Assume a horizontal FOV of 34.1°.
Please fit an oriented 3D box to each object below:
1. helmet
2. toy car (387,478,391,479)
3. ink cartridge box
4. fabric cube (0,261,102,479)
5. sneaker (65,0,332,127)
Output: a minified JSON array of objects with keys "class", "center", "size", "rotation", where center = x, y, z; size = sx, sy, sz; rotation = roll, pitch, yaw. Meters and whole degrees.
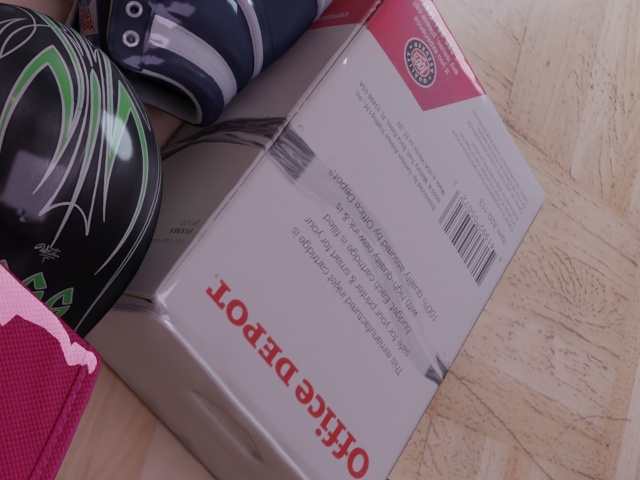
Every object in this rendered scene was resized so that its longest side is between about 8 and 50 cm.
[{"class":"helmet","center":[-0.154,-0.029,0.487],"size":[0.169,0.169,0.161],"rotation":[28,88,-40]},{"class":"toy car","center":[0.069,0.317,0.760],"size":[0.225,0.053,0.239],"rotation":[38,65,-37]},{"class":"ink cartridge box","center":[0.000,0.000,0.651],"size":[0.207,0.117,0.283],"rotation":[54,55,-30]},{"class":"fabric cube","center":[-0.264,0.068,0.263],"size":[0.258,0.254,0.259],"rotation":[52,35,-30]},{"class":"sneaker","center":[-0.119,-0.184,0.552],"size":[0.282,0.099,0.153],"rotation":[44,71,-25]}]
